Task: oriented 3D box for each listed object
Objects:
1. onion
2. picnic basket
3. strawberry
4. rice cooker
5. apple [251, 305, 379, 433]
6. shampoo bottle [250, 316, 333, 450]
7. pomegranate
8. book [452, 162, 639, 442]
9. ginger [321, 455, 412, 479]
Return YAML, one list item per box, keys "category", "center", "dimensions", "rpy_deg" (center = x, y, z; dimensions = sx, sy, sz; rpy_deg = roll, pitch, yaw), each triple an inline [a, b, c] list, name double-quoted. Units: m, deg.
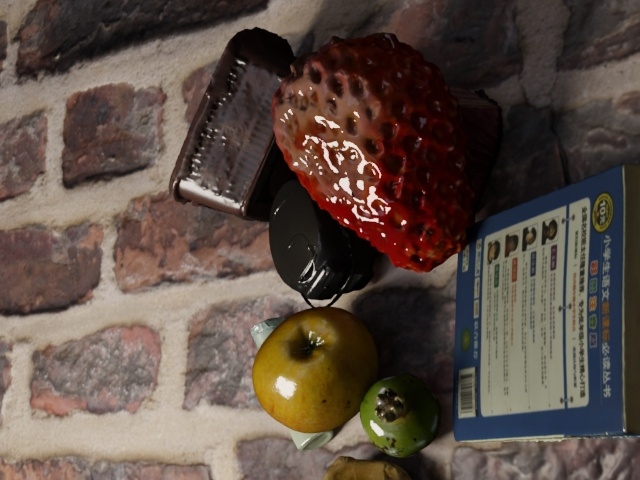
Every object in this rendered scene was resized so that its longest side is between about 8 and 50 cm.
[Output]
- category: "onion"
  center: [0.117, -0.124, 1.865]
  dimensions: [0.250, 0.111, 0.247]
  rpy_deg: [22, 92, 40]
- category: "picnic basket"
  center: [-0.092, -0.163, 1.998]
  dimensions: [0.129, 0.222, 0.296]
  rpy_deg: [27, 98, 24]
- category: "strawberry"
  center: [0.067, -0.110, 1.747]
  dimensions: [0.265, 0.149, 0.336]
  rpy_deg: [-35, 78, 31]
- category: "rice cooker"
  center: [0.000, 0.001, 1.914]
  dimensions: [0.142, 0.118, 0.203]
  rpy_deg: [-51, 49, 38]
- category: "apple"
  center: [-0.006, 0.178, 1.844]
  dimensions: [0.183, 0.155, 0.182]
  rpy_deg: [-2, 60, 4]
- category: "shampoo bottle"
  center: [-0.043, 0.212, 1.955]
  dimensions: [0.072, 0.049, 0.212]
  rpy_deg: [-44, 55, 23]
- category: "pomegranate"
  center: [0.103, 0.231, 1.768]
  dimensions: [0.115, 0.142, 0.114]
  rpy_deg: [-5, 70, 15]
- category: "book"
  center: [0.266, 0.093, 1.590]
  dimensions: [0.428, 0.039, 0.300]
  rpy_deg: [155, 119, -69]
- category: "ginger"
  center: [0.058, 0.349, 1.823]
  dimensions: [0.190, 0.069, 0.095]
  rpy_deg: [-9, 68, 40]
